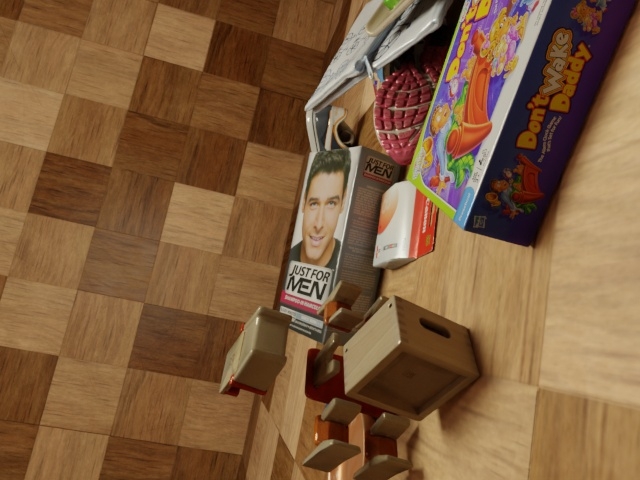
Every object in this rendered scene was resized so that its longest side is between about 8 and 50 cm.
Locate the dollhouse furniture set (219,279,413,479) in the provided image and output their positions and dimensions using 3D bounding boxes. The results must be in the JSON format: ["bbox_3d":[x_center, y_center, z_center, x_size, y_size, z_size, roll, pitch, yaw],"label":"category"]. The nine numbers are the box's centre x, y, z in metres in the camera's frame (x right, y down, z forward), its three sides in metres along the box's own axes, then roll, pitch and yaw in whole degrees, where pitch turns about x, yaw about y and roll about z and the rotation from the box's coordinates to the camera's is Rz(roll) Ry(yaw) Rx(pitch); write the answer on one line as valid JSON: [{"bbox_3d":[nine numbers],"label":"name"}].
[{"bbox_3d":[0.000,0.196,0.729,0.135,0.259,0.262,-55,20,41],"label":"dollhouse furniture set"}]

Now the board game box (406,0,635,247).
[{"bbox_3d":[0.213,-0.197,0.552,0.233,0.078,0.347,-104,29,-70],"label":"board game box"}]

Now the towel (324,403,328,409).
[{"bbox_3d":[0.035,0.327,1.025,0.067,0.029,0.120,-137,61,-79],"label":"towel"}]

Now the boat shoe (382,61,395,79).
[{"bbox_3d":[0.166,-0.390,0.984,0.255,0.079,0.095,-73,-9,-49],"label":"boat shoe"}]

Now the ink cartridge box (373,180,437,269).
[{"bbox_3d":[0.143,-0.034,0.844,0.179,0.045,0.146,127,153,-73],"label":"ink cartridge box"}]

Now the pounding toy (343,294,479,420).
[{"bbox_3d":[0.110,0.144,0.604,0.130,0.141,0.100,-52,22,33],"label":"pounding toy"}]

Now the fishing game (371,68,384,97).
[{"bbox_3d":[0.155,-0.493,1.241,0.264,0.041,0.189,95,166,-68],"label":"fishing game"}]

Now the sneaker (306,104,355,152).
[{"bbox_3d":[0.044,-0.253,1.503,0.126,0.127,0.321,-79,-16,-46],"label":"sneaker"}]

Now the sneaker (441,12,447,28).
[{"bbox_3d":[0.217,-0.417,0.925,0.109,0.040,0.044,-90,18,-50],"label":"sneaker"}]

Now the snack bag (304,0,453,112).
[{"bbox_3d":[0.128,-0.388,0.843,0.342,0.037,0.323,-13,44,58],"label":"snack bag"}]

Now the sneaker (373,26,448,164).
[{"bbox_3d":[0.163,-0.228,0.801,0.112,0.120,0.299,73,-152,-48],"label":"sneaker"}]

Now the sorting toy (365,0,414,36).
[{"bbox_3d":[0.158,-0.401,0.705,0.193,0.038,0.208,-57,21,-16],"label":"sorting toy"}]

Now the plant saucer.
[{"bbox_3d":[0.056,0.371,0.830,0.200,0.037,0.200,-168,90,-80],"label":"plant saucer"}]

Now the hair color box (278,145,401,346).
[{"bbox_3d":[0.033,0.009,1.012,0.185,0.113,0.375,7,85,56],"label":"hair color box"}]
